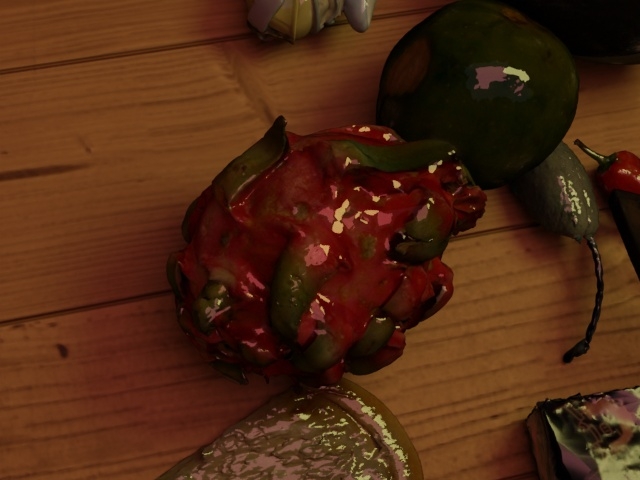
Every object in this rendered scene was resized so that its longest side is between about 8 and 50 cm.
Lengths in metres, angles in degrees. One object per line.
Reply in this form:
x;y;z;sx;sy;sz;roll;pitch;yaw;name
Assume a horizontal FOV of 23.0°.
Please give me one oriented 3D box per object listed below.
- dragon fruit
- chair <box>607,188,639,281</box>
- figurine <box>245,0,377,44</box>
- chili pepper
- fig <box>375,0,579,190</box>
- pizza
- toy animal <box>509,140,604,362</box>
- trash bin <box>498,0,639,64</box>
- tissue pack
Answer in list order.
0.005;0.011;1.456;0.302;0.231;0.237;-27;84;-7;dragon fruit
0.533;-0.031;1.544;0.416;0.241;0.203;17;30;-15;chair
-0.019;-0.290;1.599;0.184;0.128;0.208;-40;79;-17;figurine
0.343;-0.048;1.651;0.191;0.050;0.059;33;68;-10;chili pepper
0.135;-0.125;1.559;0.195;0.245;0.195;29;33;-21;fig
-0.030;0.220;1.501;0.262;0.034;0.181;-8;78;-15;pizza
0.253;-0.009;1.605;0.070;0.079;0.253;-13;79;-15;toy animal
0.325;-0.392;1.628;0.280;0.280;0.432;24;68;-6;trash bin
0.382;0.249;1.533;0.332;0.123;0.245;-10;73;-8;tissue pack
